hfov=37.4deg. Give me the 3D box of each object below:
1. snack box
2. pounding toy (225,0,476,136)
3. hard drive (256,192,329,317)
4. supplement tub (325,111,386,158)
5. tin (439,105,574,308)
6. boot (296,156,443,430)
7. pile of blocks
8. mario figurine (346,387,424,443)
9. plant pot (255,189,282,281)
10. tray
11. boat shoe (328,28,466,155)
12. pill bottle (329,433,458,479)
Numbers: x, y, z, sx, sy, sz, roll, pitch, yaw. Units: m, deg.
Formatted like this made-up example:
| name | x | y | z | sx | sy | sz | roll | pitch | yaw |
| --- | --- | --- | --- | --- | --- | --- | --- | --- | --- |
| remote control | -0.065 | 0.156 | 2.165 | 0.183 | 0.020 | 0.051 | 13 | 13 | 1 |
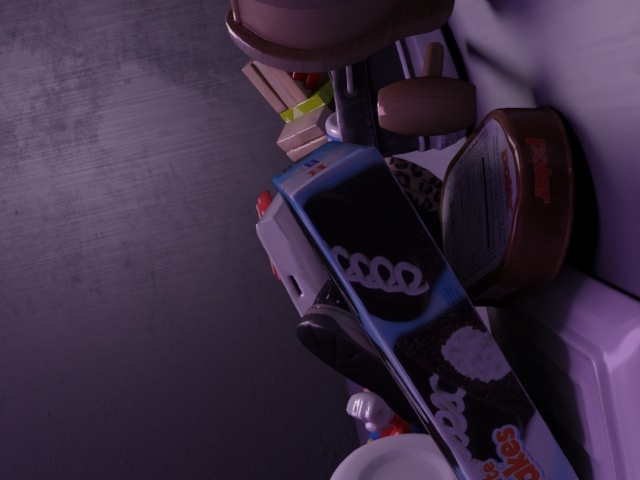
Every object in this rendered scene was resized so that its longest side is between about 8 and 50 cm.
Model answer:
| name | x | y | z | sx | sy | sz | roll | pitch | yaw |
| --- | --- | --- | --- | --- | --- | --- | --- | --- | --- |
| snack box | 0.080 | 0.085 | 0.618 | 0.322 | 0.060 | 0.187 | 58 | 179 | -9 |
| pounding toy | 0.011 | -0.179 | 0.645 | 0.155 | 0.154 | 0.269 | 85 | 180 | -63 |
| hard drive | 0.000 | 0.000 | 1.419 | 0.203 | 0.040 | 0.307 | 63 | -160 | -16 |
| supplement tub | 0.047 | -0.107 | 1.184 | 0.071 | 0.071 | 0.107 | -109 | 8 | -58 |
| tin | 0.110 | -0.015 | 0.595 | 0.190 | 0.040 | 0.106 | 114 | 152 | -75 |
| boot | 0.102 | 0.058 | 0.799 | 0.085 | 0.236 | 0.178 | -13 | 48 | 51 |
| pile of blocks | 0.027 | -0.141 | 1.336 | 0.112 | 0.149 | 0.362 | -18 | 95 | 44 |
| mario figurine | 0.079 | 0.296 | 1.302 | 0.198 | 0.170 | 0.320 | 43 | -171 | -6 |
| plant pot | -0.013 | -0.017 | 1.668 | 0.191 | 0.174 | 0.191 | 165 | 90 | -86 |
| tray | 0.152 | 0.085 | 0.598 | 0.270 | 0.030 | 0.145 | -123 | 19 | -79 |
| boat shoe | 0.023 | -0.205 | 0.816 | 0.121 | 0.119 | 0.335 | 81 | 174 | -49 |
| pill bottle | 0.114 | 0.389 | 1.074 | 0.181 | 0.181 | 0.323 | -109 | 7 | -59 |
